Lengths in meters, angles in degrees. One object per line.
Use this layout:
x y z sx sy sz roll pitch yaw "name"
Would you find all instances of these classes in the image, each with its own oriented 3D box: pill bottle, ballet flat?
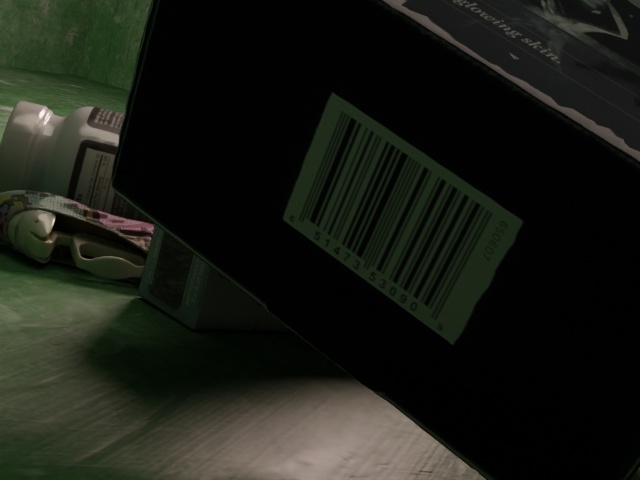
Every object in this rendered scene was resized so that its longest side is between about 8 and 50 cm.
-0.237 -0.069 1.313 0.278 0.162 0.162 14 9 -7 "pill bottle"
-0.262 0.002 1.174 0.221 0.077 0.079 14 29 -7 "ballet flat"

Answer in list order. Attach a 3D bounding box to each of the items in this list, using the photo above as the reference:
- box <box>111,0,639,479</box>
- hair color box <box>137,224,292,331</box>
0.171 -0.102 0.937 0.480 0.297 0.472 36 38 18 "box"
0.000 0.000 1.210 0.374 0.185 0.113 6 13 -44 "hair color box"
